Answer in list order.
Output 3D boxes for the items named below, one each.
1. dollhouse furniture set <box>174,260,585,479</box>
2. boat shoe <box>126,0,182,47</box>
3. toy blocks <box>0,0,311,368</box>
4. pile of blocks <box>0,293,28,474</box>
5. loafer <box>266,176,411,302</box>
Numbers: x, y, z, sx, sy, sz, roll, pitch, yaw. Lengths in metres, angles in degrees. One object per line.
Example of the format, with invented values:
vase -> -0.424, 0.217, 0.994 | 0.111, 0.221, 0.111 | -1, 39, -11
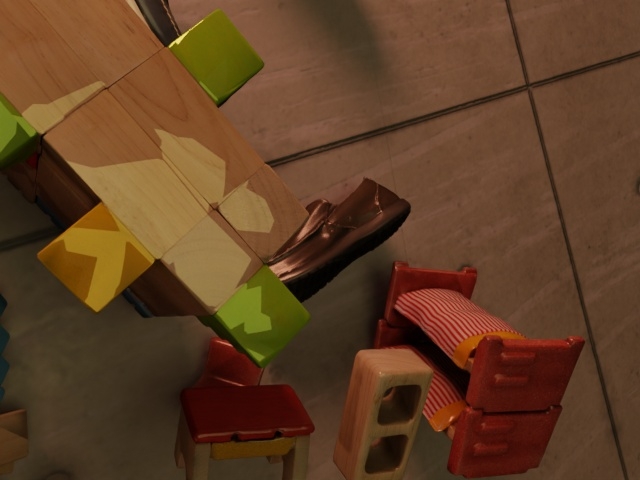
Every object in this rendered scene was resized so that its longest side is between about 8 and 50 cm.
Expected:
dollhouse furniture set -> 0.041, 0.122, 0.630 | 0.374, 0.201, 0.152 | 4, 107, -25
boat shoe -> -0.178, -0.264, 0.589 | 0.079, 0.095, 0.255 | -34, 96, -17
toy blocks -> -0.182, -0.076, 0.491 | 0.191, 0.261, 0.381 | -46, 103, -23
pile of blocks -> -0.321, 0.131, 0.486 | 0.112, 0.149, 0.362 | -7, 79, 10
loafer -> 0.000, 0.000, 0.704 | 0.220, 0.080, 0.078 | -32, 71, -28
